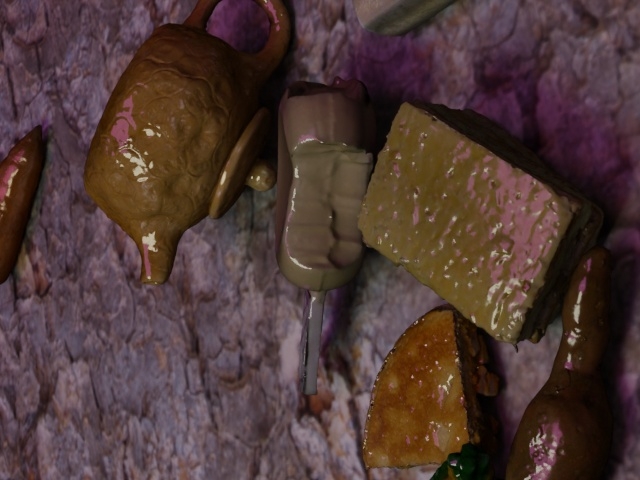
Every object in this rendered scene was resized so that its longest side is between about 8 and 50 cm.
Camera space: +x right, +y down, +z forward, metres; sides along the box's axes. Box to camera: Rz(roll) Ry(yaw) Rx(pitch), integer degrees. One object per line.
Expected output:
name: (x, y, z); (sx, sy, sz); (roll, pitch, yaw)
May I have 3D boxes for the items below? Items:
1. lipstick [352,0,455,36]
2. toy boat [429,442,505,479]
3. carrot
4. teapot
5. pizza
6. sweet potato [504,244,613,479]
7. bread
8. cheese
lipstick: (0.129, -0.251, 1.186); (0.253, 0.077, 0.079); (-30, 66, 41)
toy boat: (0.095, 0.240, 1.176); (0.229, 0.088, 0.089); (-61, 42, 34)
carrot: (-0.369, -0.045, 1.724); (0.072, 0.072, 0.205); (41, 110, 40)
teapot: (-0.111, -0.103, 1.387); (0.311, 0.167, 0.203); (-64, -1, -9)
pizza: (0.099, 0.142, 1.220); (0.175, 0.046, 0.134); (-56, 51, 29)
sweet potato: (0.190, 0.136, 1.106); (0.075, 0.075, 0.269); (20, 98, 46)
bread: (0.130, -0.015, 1.156); (0.196, 0.102, 0.138); (37, 117, 38)
cheese: (0.000, 0.000, 1.282); (0.163, 0.082, 0.286); (-104, 17, -76)
